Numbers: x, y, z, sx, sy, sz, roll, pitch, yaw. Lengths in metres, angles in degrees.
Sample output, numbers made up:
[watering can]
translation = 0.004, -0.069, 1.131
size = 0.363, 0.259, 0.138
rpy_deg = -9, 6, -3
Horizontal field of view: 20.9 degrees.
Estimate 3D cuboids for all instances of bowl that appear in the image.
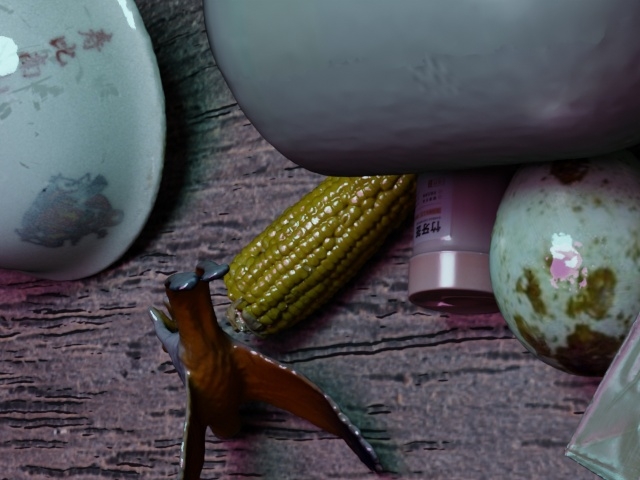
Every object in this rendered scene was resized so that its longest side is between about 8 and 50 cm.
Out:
[bowl]
translation = -0.388, -0.138, 1.866
size = 0.435, 0.196, 0.434
rpy_deg = 15, 114, 37

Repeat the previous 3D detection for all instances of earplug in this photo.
[earplug]
translation = 0.145, -0.213, 1.402
size = 0.394, 0.313, 0.312
rpy_deg = -1, 75, 42

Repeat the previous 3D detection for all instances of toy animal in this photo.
[toy animal]
translation = -0.119, 0.109, 1.633
size = 0.225, 0.284, 0.302
rpy_deg = -24, 25, -13

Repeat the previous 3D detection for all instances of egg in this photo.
[egg]
translation = 0.227, 0.007, 1.477
size = 0.169, 0.169, 0.231
rpy_deg = -22, 54, 31

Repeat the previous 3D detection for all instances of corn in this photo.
[corn]
translation = 0.000, 0.000, 1.701
size = 0.262, 0.097, 0.097
rpy_deg = -43, 54, 18

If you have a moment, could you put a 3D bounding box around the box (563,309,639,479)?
[box]
translation = 0.334, 0.115, 1.371
size = 0.155, 0.149, 0.231
rpy_deg = 33, 97, 40

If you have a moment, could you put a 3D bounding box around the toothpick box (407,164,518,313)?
[toothpick box]
translation = 0.133, -0.015, 1.600
size = 0.098, 0.098, 0.149
rpy_deg = -7, 71, 36
